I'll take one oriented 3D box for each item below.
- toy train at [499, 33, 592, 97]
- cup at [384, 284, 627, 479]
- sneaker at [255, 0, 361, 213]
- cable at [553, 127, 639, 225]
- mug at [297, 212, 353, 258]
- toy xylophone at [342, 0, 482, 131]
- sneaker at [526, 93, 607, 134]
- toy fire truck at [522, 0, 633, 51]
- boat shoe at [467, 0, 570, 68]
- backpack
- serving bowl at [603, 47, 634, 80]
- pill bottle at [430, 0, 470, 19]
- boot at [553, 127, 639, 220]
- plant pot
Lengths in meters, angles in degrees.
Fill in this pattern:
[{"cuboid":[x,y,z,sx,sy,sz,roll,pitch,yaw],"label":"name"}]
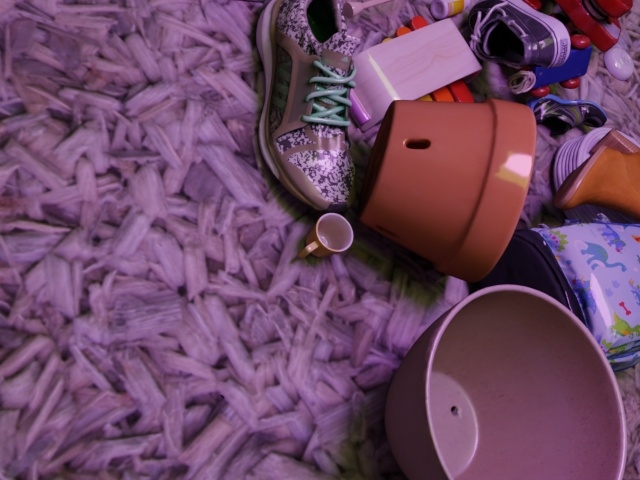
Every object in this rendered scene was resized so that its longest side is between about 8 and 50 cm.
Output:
[{"cuboid":[0.404,-0.356,1.404,0.248,0.105,0.143,-18,40,-25],"label":"toy train"},{"cuboid":[0.223,0.251,1.004,0.331,0.237,0.331,10,68,-25],"label":"cup"},{"cuboid":[-0.004,-0.246,1.106,0.158,0.182,0.410,-2,73,-29],"label":"sneaker"},{"cuboid":[0.585,-0.102,1.417,0.257,0.089,0.257,36,59,-12],"label":"cable"},{"cuboid":[0.002,-0.003,1.087,0.078,0.064,0.062,3,70,-26],"label":"mug"},{"cuboid":[0.159,-0.335,1.287,0.323,0.081,0.236,-20,81,-32],"label":"toy xylophone"},{"cuboid":[0.505,-0.251,1.453,0.188,0.067,0.078,4,78,-22],"label":"sneaker"},{"cuboid":[0.549,-0.561,1.539,0.302,0.169,0.254,42,46,-9],"label":"toy fire truck"},{"cuboid":[0.334,-0.384,1.317,0.105,0.113,0.306,-12,36,-12],"label":"boat shoe"},{"cuboid":[0.478,0.099,1.211,0.356,0.273,0.290,10,53,-38],"label":"backpack"},{"cuboid":[0.697,-0.413,1.633,0.083,0.027,0.083,10,67,-25],"label":"serving bowl"},{"cuboid":[0.263,-0.473,1.417,0.083,0.043,0.043,-26,85,-33],"label":"pill bottle"},{"cuboid":[0.557,-0.078,1.269,0.211,0.104,0.295,45,48,8],"label":"boot"},{"cuboid":[0.182,-0.100,1.110,0.204,0.291,0.290,16,63,-4],"label":"plant pot"}]
